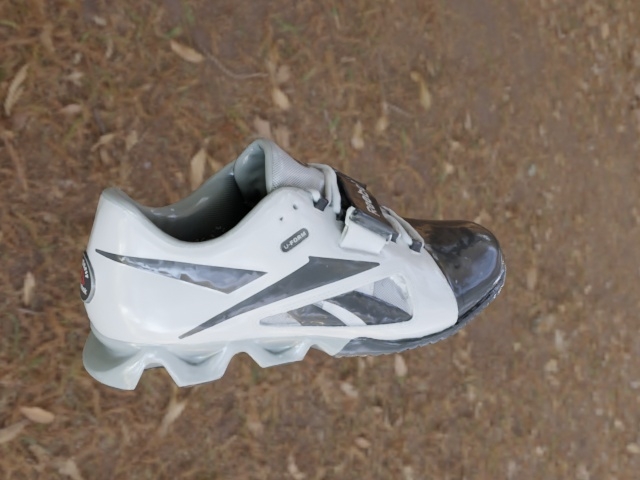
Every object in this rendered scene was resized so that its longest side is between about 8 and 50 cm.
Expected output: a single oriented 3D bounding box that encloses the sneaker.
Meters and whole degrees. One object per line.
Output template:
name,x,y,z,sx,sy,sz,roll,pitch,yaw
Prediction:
sneaker,0.000,0.000,0.640,0.330,0.122,0.146,-10,115,-28
